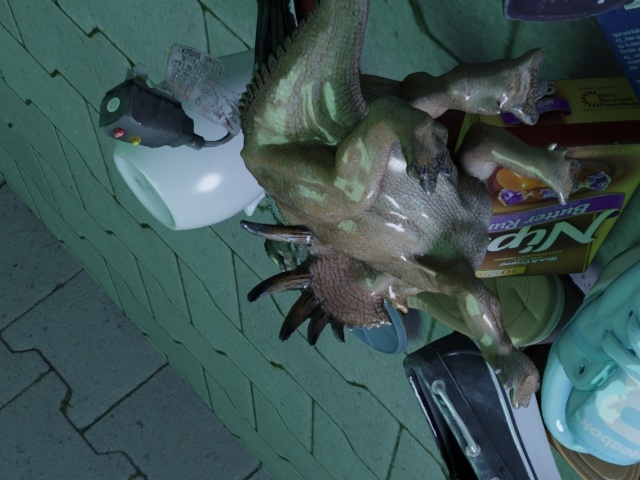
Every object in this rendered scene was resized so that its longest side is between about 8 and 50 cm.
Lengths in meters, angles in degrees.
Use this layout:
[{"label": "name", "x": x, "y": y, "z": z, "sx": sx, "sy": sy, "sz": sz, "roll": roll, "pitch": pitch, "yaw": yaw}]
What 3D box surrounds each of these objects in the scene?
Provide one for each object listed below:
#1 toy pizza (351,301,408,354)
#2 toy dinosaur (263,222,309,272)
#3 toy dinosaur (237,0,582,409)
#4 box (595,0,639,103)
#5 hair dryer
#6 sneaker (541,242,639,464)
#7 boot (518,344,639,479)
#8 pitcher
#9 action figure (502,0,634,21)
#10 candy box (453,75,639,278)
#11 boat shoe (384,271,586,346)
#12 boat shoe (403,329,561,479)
[{"label": "toy pizza", "x": 0.035, "y": 0.046, "z": 1.238, "sx": 0.201, "sy": 0.032, "sz": 0.201, "roll": 45, "pitch": 162, "yaw": 19}, {"label": "toy dinosaur", "x": 0.000, "y": 0.000, "z": 1.110, "sx": 0.118, "sy": 0.064, "sz": 0.268, "roll": 58, "pitch": 150, "yaw": 15}, {"label": "toy dinosaur", "x": 0.020, "y": -0.028, "z": 0.585, "sx": 0.200, "sy": 0.127, "sz": 0.295, "roll": 9, "pitch": 144, "yaw": 39}, {"label": "box", "x": 0.184, "y": -0.134, "z": 0.537, "sx": 0.225, "sy": 0.036, "sz": 0.136, "roll": 58, "pitch": 161, "yaw": -16}, {"label": "hair dryer", "x": 0.017, "y": -0.111, "z": 0.733, "sx": 0.293, "sy": 0.223, "sz": 0.080, "roll": 28, "pitch": 172, "yaw": -31}, {"label": "sneaker", "x": 0.215, "y": 0.063, "z": 0.613, "sx": 0.135, "sy": 0.150, "sz": 0.366, "roll": 32, "pitch": 165, "yaw": 10}, {"label": "boot", "x": 0.205, "y": 0.156, "z": 0.992, "sx": 0.197, "sy": 0.073, "sz": 0.152, "roll": 57, "pitch": 164, "yaw": 21}, {"label": "pitcher", "x": -0.058, "y": -0.084, "z": 0.936, "sx": 0.125, "sy": 0.207, "sz": 0.178, "roll": 20, "pitch": 146, "yaw": 58}, {"label": "action figure", "x": 0.052, "y": -0.232, "z": 0.515, "sx": 0.185, "sy": 0.099, "sz": 0.285, "roll": 96, "pitch": 153, "yaw": -57}, {"label": "candy box", "x": 0.141, "y": -0.034, "z": 0.711, "sx": 0.186, "sy": 0.109, "sz": 0.053, "roll": 94, "pitch": 172, "yaw": -66}, {"label": "boat shoe", "x": 0.110, "y": 0.022, "z": 0.916, "sx": 0.092, "sy": 0.103, "sz": 0.285, "roll": 24, "pitch": -178, "yaw": -37}, {"label": "boat shoe", "x": 0.150, "y": 0.226, "z": 0.924, "sx": 0.113, "sy": 0.105, "sz": 0.306, "roll": 12, "pitch": 122, "yaw": 68}]
